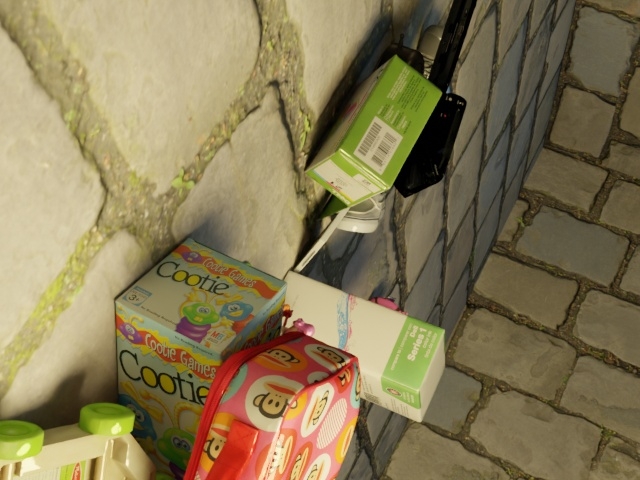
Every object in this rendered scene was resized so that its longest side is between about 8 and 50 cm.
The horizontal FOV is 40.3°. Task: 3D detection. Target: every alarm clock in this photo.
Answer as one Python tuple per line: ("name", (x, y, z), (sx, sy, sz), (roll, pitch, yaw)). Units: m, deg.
("alarm clock", (0.133, -0.256, 1.485), (0.129, 0.064, 0.192), (-63, 165, -12))

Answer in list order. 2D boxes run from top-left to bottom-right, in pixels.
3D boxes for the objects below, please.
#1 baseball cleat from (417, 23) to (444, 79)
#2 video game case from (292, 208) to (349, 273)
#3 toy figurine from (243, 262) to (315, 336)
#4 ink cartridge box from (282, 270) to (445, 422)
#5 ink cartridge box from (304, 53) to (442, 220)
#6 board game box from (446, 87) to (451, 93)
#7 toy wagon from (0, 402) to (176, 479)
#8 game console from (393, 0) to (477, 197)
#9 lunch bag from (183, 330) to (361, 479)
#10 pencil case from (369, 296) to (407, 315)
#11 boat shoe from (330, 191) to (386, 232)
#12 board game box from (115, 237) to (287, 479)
("baseball cleat", (0.193, -0.291, 1.598), (0.109, 0.072, 0.206), (-47, 151, -32))
("video game case", (0.000, 0.000, 1.412), (0.087, 0.011, 0.122), (-54, -177, -36))
("toy figurine", (-0.064, 0.138, 1.229), (0.130, 0.159, 0.173), (-22, 132, -66))
("ink cartridge box", (0.058, 0.177, 1.445), (0.201, 0.278, 0.117), (73, 40, -64))
("ink cartridge box", (0.052, -0.148, 1.352), (0.189, 0.097, 0.255), (-60, -164, -22))
("board game box", (0.234, -0.229, 1.848), (0.160, 0.039, 0.211), (-64, 163, -9))
("toy wagon", (-0.252, 0.302, 0.888), (0.344, 0.068, 0.267), (1, 99, -58))
("game console", (0.197, -0.247, 1.387), (0.213, 0.044, 0.361), (158, -50, -78))
("lunch bag", (-0.068, 0.257, 0.950), (0.258, 0.120, 0.293), (-10, 120, -68))
("pencil case", (0.110, 0.224, 1.954), (0.209, 0.098, 0.095), (-56, 160, -28))
("boat shoe", (0.069, -0.067, 1.526), (0.226, 0.083, 0.076), (-47, 146, -75))
("board game box", (-0.146, 0.163, 1.046), (0.142, 0.144, 0.275), (-46, 153, -47))
